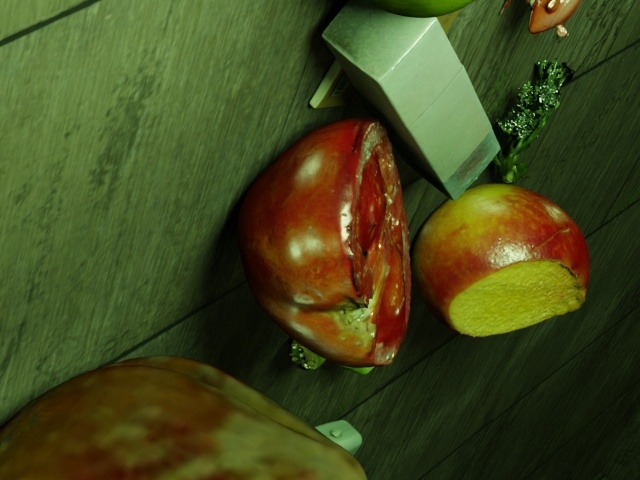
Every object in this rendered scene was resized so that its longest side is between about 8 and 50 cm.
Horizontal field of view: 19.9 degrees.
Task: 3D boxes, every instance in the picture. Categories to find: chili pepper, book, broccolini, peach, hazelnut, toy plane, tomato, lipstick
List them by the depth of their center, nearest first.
[{"bbox_3d":[-0.122,0.323,1.573,0.402,0.429,0.402,-35,159,-16],"label":"hazelnut"},{"bbox_3d":[0.000,0.000,1.636,0.233,0.140,0.200,76,20,-44],"label":"tomato"},{"bbox_3d":[0.090,-0.132,1.663,0.080,0.076,0.371,-48,160,-1],"label":"lipstick"},{"bbox_3d":[0.064,-0.174,1.664,0.172,0.012,0.118,-13,141,-59],"label":"book"},{"bbox_3d":[0.254,-0.290,1.777,0.194,0.077,0.126,-55,171,-9],"label":"toy plane"},{"bbox_3d":[0.010,0.123,2.056,0.202,0.052,0.050,15,86,-67],"label":"chili pepper"},{"bbox_3d":[0.241,-0.133,2.089,0.123,0.062,0.271,-41,167,-7],"label":"broccolini"},{"bbox_3d":[0.208,0.029,2.099,0.190,0.192,0.190,-41,152,-28],"label":"peach"}]

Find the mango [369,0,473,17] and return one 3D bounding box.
[{"bbox_3d":[0.092,-0.260,1.361,0.185,0.149,0.273,-39,164,-32],"label":"mango"}]

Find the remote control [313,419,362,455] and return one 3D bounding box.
[{"bbox_3d":[-0.062,0.354,2.335,0.296,0.056,0.140,-54,159,20],"label":"remote control"}]
